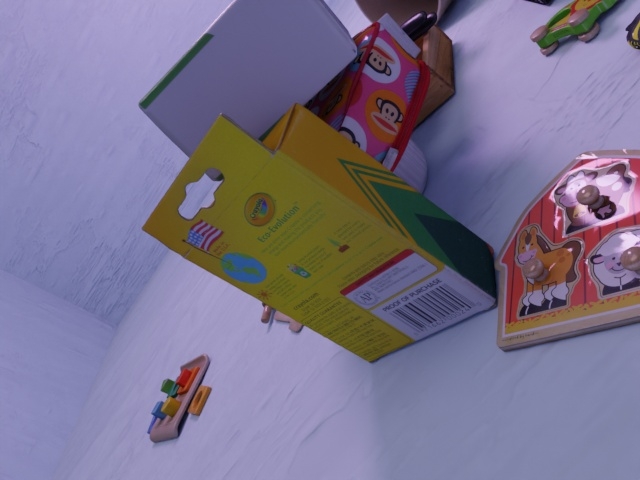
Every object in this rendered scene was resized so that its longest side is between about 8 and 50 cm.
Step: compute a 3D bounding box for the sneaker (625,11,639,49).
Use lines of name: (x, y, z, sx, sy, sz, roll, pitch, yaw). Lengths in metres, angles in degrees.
sneaker: (0.328, -0.202, 0.491, 0.035, 0.031, 0.083, -54, 11, 52)

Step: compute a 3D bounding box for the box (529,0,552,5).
box: (0.283, -0.449, 0.738, 0.077, 0.180, 0.147, -50, 20, 23)

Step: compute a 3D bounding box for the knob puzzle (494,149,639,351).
knob puzzle: (0.228, -0.011, 0.431, 0.213, 0.030, 0.213, -48, 22, 26)

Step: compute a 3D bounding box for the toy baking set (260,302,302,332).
toy baking set: (-0.054, 0.078, 0.956, 0.197, 0.030, 0.256, -37, 28, 44)

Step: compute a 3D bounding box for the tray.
tray: (0.097, -0.235, 1.013, 0.411, 0.076, 0.203, -39, 27, 40)

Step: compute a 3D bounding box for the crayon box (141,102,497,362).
crayon box: (0.000, 0.000, 0.520, 0.202, 0.318, 0.081, -38, 28, 42)

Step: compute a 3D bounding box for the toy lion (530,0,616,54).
toy lion: (0.328, -0.289, 0.616, 0.096, 0.034, 0.100, -53, 19, -9)

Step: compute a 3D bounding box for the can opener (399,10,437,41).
can opener: (0.151, -0.379, 0.937, 0.059, 0.073, 0.186, -23, 1, -36)

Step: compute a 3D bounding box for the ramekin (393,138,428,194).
ramekin: (0.076, -0.092, 0.791, 0.207, 0.109, 0.207, -46, 22, 26)

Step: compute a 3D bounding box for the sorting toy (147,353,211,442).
sorting toy: (-0.349, 0.373, 1.178, 0.347, 0.047, 0.196, -34, 30, 47)

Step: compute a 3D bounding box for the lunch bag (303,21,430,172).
lunch bag: (0.002, -0.126, 0.677, 0.293, 0.120, 0.258, -23, 39, 56)

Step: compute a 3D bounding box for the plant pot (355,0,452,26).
plant pot: (0.236, -0.638, 1.091, 0.274, 0.256, 0.256, -47, 16, -18)

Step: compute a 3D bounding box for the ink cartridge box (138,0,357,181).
ink cartridge box: (-0.072, -0.216, 0.596, 0.201, 0.117, 0.278, -39, 20, 18)

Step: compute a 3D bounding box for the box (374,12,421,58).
box: (0.078, -0.288, 0.841, 0.130, 0.091, 0.170, -37, 13, 42)
